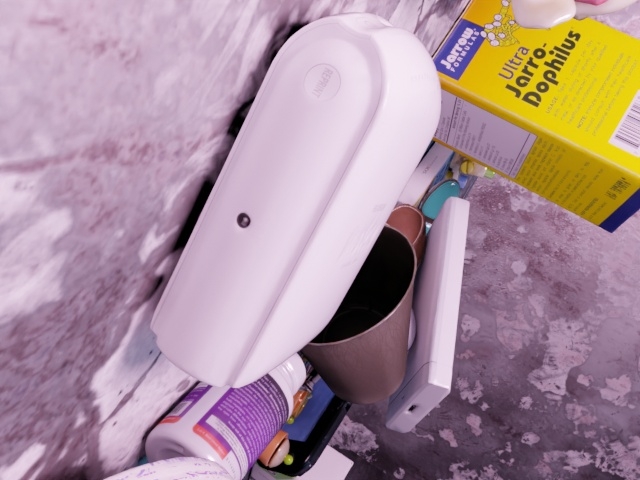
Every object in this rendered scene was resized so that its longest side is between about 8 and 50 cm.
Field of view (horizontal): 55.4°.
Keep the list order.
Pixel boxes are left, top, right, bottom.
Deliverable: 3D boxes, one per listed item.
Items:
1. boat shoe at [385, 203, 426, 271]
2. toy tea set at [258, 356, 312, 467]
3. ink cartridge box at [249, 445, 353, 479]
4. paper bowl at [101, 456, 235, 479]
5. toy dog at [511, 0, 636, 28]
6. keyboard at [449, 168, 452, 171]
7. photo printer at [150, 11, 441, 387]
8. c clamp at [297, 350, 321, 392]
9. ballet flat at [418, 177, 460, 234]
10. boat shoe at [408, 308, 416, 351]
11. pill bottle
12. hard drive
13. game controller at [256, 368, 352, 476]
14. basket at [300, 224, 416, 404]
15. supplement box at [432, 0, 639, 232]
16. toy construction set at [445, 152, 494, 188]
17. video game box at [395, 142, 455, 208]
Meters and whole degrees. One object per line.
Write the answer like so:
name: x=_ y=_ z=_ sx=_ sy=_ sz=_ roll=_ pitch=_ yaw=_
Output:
boat shoe: x=0.102 y=0.027 z=1.041 sx=0.324 sy=0.123 sz=0.116 roll=-49 pitch=161 yaw=-41
toy tea set: x=-0.012 y=0.307 z=1.216 sx=0.335 sy=0.124 sz=0.200 roll=-63 pitch=166 yaw=14
ink cartridge box: x=-0.058 y=0.570 z=1.465 sx=0.114 sy=0.199 sz=0.272 roll=-50 pitch=164 yaw=-39
paper bowl: x=-0.161 y=0.329 z=0.495 sx=0.284 sy=0.148 sz=0.284 roll=-28 pitch=144 yaw=-23
toy dog: x=0.263 y=-0.371 z=0.549 sx=0.408 sy=0.285 sz=0.394 roll=37 pitch=47 yaw=-75
keyboard: x=0.304 y=-0.115 z=1.644 sx=0.201 sy=0.033 sz=0.317 roll=-48 pitch=162 yaw=-38
photo printer: x=0.001 y=-0.042 z=0.545 sx=0.307 sy=0.107 sz=0.256 roll=-62 pitch=166 yaw=13
c clamp: x=0.006 y=0.219 z=1.103 sx=0.161 sy=0.022 sz=0.137 roll=-38 pitch=122 yaw=-8
ballet flat: x=0.221 y=-0.049 z=1.254 sx=0.188 sy=0.070 sz=0.070 roll=-60 pitch=167 yaw=14
boat shoe: x=0.112 y=0.147 z=1.099 sx=0.109 sy=0.094 sz=0.302 roll=-27 pitch=-163 yaw=0
pill bottle: x=-0.099 y=0.200 z=0.708 sx=0.193 sy=0.108 sz=0.108 roll=-43 pitch=159 yaw=-49
hard drive: x=0.187 y=0.128 z=1.060 sx=0.233 sy=0.047 sz=0.352 roll=107 pitch=-1 yaw=-56
game controller: x=-0.014 y=0.379 z=1.357 sx=0.319 sy=0.167 sz=0.067 roll=-51 pitch=124 yaw=-35
basket: x=0.050 y=0.119 z=0.843 sx=0.204 sy=0.154 sz=0.226 roll=-43 pitch=145 yaw=-22
supplement box: x=0.353 y=-0.201 z=0.924 sx=0.195 sy=0.357 sz=0.194 roll=-57 pitch=167 yaw=-11
toy construction set: x=0.348 y=-0.224 z=1.316 sx=0.328 sy=0.151 sz=0.214 roll=-25 pitch=138 yaw=-88
video game box: x=0.213 y=-0.101 z=1.311 sx=0.205 sy=0.048 sz=0.187 roll=-52 pitch=167 yaw=-25
